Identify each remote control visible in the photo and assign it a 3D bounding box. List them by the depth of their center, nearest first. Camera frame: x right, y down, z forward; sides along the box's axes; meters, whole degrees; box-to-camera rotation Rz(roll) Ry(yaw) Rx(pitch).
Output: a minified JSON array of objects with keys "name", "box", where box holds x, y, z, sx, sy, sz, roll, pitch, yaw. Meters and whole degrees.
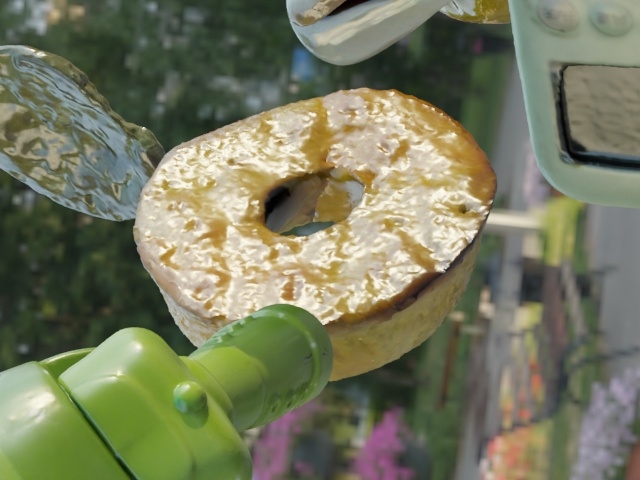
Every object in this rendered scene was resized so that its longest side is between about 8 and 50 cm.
[{"name":"remote control","box":[0.108,-0.132,0.723,0.310,0.090,0.038,77,-154,-42]}]

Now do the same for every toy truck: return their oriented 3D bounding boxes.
[{"name":"toy truck","box":[-0.092,0.108,0.915,0.148,0.210,0.187,52,-173,9]}]

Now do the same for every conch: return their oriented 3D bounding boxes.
[{"name":"conch","box":[0.040,-0.166,1.244,0.104,0.176,0.094,32,-110,-38]}]

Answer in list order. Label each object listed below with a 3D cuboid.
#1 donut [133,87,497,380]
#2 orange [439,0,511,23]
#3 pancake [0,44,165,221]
[{"name":"donut","box":[0.000,0.000,1.615,0.303,0.302,0.110,-81,-11,-45]},{"name":"orange","box":[0.160,-0.337,1.871,0.235,0.279,0.279,-56,-3,-2]},{"name":"pancake","box":[-0.254,-0.106,1.894,0.222,0.236,0.042,-46,16,58]}]
